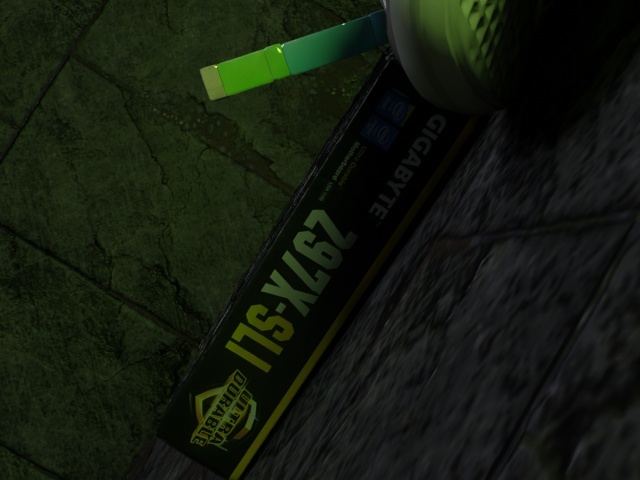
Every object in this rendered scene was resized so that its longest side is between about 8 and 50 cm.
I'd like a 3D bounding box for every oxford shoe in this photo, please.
[{"bbox_3d":[0.079,-0.191,0.546,0.449,0.130,0.169,-61,-21,-60],"label":"oxford shoe"}]

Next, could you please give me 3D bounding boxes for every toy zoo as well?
[{"bbox_3d":[0.037,-0.188,0.811,0.293,0.030,0.192,-19,11,-2],"label":"toy zoo"}]

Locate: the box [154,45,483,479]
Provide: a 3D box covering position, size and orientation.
[{"bbox_3d":[0.000,0.000,0.715,0.322,0.079,0.257,-57,3,13],"label":"box"}]
